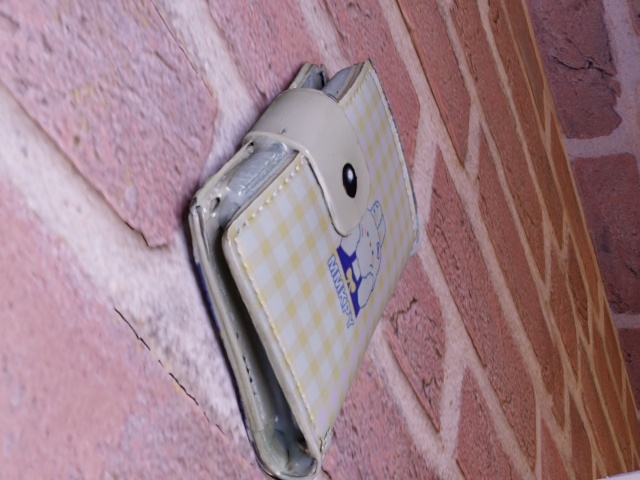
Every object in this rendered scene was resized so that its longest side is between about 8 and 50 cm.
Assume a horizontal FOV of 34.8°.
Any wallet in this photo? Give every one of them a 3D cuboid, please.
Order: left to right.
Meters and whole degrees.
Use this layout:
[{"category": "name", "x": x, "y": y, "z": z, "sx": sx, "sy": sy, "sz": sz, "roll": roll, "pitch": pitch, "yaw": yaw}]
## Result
[{"category": "wallet", "x": 0.000, "y": 0.000, "z": 0.790, "sx": 0.309, "sy": 0.077, "sz": 0.223, "roll": -59, "pitch": 141, "yaw": -56}]

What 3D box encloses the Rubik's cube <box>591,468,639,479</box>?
[{"category": "Rubik's cube", "x": 0.163, "y": 0.352, "z": 0.687, "sx": 0.292, "sy": 0.291, "sz": 0.290, "roll": -82, "pitch": 161, "yaw": -83}]
